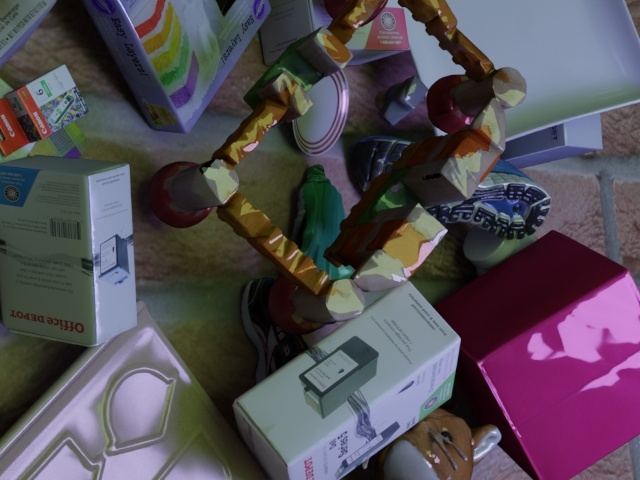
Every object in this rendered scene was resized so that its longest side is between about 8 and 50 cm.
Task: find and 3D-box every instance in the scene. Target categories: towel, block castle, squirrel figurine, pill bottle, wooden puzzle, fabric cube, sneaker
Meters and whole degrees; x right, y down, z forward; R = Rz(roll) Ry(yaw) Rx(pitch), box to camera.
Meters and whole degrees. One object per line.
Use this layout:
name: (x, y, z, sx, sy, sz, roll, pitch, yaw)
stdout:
towel: (-0.320, -0.113, 1.437, 0.060, 0.009, 0.083, 57, 49, -21)
block castle: (0.027, -0.125, 1.551, 0.303, 0.213, 0.453, 43, 71, -15)
squirrel figurine: (0.154, 0.435, 1.682, 0.397, 0.281, 0.370, 45, 43, -47)
pill bottle: (0.332, 0.050, 1.979, 0.208, 0.118, 0.117, 40, 57, -34)
wooden puzzle: (-0.238, 0.295, 1.407, 0.322, 0.080, 0.348, -49, 121, -37)
fabric cube: (0.350, 0.178, 1.811, 0.258, 0.254, 0.259, -32, 110, -6)
sneaker: (0.191, -0.096, 1.864, 0.330, 0.147, 0.129, 15, 114, -24)
sneaker: (-0.050, 0.134, 1.614, 0.072, 0.077, 0.178, -15, 94, -45)

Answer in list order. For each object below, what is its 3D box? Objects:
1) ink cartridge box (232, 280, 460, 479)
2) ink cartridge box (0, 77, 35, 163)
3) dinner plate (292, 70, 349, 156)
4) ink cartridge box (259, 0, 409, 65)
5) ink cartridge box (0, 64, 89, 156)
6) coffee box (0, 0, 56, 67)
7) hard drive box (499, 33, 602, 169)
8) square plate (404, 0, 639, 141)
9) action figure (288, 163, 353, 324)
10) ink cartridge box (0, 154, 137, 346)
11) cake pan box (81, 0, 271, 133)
ink cartridge box: (0.036, 0.202, 1.526, 0.273, 0.198, 0.115, -34, 65, -16)
ink cartridge box: (-0.429, -0.103, 1.297, 0.189, 0.066, 0.232, 44, 59, -31)
dinner plate: (-0.003, -0.193, 1.734, 0.141, 0.017, 0.141, -29, 128, -47)
ink cartridge box: (0.007, -0.404, 1.733, 0.207, 0.117, 0.283, -8, 90, -45)
ink cartridge box: (-0.323, -0.147, 1.351, 0.115, 0.029, 0.063, -41, 112, -42)
coffee box: (-0.446, -0.276, 1.212, 0.297, 0.119, 0.168, 42, 56, -13)
hard drive box: (0.339, -0.217, 1.943, 0.089, 0.232, 0.181, 2, 81, -36)
square plate: (0.293, -0.326, 1.809, 0.344, 0.049, 0.347, -17, 82, -5)
action figure: (0.000, 0.000, 1.695, 0.137, 0.063, 0.232, 18, 63, -43)
ink cartridge box: (-0.284, 0.008, 1.322, 0.082, 0.140, 0.190, -27, 120, -58)
cake pan box: (-0.176, -0.312, 1.518, 0.267, 0.070, 0.245, -60, 147, -33)
